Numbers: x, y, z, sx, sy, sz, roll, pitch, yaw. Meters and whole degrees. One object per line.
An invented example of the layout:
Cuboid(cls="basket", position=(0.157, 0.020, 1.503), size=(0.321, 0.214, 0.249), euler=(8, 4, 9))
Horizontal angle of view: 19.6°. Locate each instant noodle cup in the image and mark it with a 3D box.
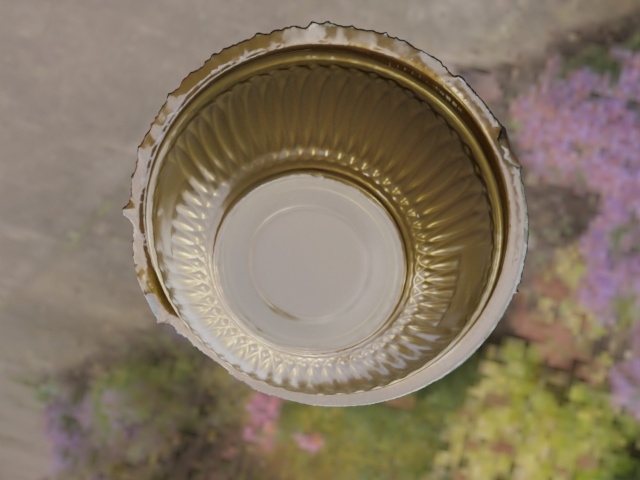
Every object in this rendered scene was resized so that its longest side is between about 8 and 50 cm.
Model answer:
Cuboid(cls="instant noodle cup", position=(0.000, 0.000, 1.196), size=(0.274, 0.274, 0.091), euler=(14, -160, 2))
